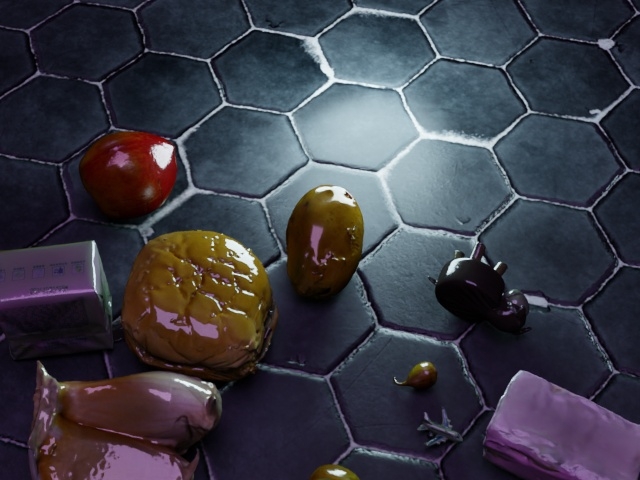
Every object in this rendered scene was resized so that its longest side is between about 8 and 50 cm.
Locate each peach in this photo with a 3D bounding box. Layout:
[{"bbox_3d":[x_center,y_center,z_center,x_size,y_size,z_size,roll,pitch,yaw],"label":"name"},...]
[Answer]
[{"bbox_3d":[-0.379,-0.137,2.129,0.197,0.197,0.197,0,54,0],"label":"peach"}]

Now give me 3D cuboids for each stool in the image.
[{"bbox_3d":[0.312,0.095,1.998,0.217,0.125,0.121,26,56,7],"label":"stool"}]

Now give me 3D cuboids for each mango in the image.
[{"bbox_3d":[0.000,0.000,2.063,0.156,0.151,0.249,-9,54,33],"label":"mango"}]

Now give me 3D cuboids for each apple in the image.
[{"bbox_3d":[0.018,0.432,1.765,0.102,0.099,0.114,34,86,29],"label":"apple"}]

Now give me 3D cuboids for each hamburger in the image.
[{"bbox_3d":[-0.218,0.114,1.948,0.318,0.158,0.319,8,47,-8],"label":"hamburger"}]

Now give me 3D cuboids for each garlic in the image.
[{"bbox_3d":[-0.333,0.330,1.773,0.313,0.249,0.286,9,35,-14],"label":"garlic"}]

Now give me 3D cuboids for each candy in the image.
[{"bbox_3d":[0.422,0.354,1.813,0.265,0.116,0.155,26,55,15],"label":"candy"}]

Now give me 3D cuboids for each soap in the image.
[{"bbox_3d":[-0.491,0.110,1.942,0.199,0.182,0.138,-6,51,-2],"label":"soap"}]

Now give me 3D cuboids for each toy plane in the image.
[{"bbox_3d":[0.213,0.338,1.873,0.083,0.033,0.080,26,57,9],"label":"toy plane"}]

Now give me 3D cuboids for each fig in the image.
[{"bbox_3d":[0.174,0.251,1.931,0.083,0.050,0.050,-16,54,10],"label":"fig"}]

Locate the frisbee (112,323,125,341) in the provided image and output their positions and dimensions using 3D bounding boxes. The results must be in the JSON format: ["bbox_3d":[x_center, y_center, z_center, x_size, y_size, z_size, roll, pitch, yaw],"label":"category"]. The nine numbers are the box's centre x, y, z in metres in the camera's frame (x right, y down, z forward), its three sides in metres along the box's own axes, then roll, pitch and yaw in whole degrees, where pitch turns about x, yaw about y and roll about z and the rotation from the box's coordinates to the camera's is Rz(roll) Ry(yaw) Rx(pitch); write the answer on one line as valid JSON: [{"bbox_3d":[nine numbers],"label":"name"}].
[{"bbox_3d":[-0.313,0.175,2.004,0.187,0.012,0.211,4,54,4],"label":"frisbee"}]
